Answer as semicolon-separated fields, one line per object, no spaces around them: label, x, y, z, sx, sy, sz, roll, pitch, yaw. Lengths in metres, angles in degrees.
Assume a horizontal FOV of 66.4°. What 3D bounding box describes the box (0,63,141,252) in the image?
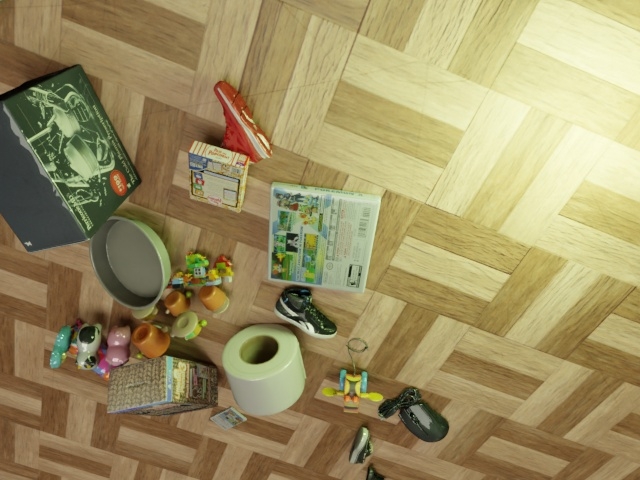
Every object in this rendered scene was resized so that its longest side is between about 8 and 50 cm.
box;-0.645;-0.202;1.190;0.179;0.312;0.343;-11;121;14

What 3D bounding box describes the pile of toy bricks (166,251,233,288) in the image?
pile of toy bricks;-0.381;0.085;1.481;0.212;0.118;0.105;-6;90;22

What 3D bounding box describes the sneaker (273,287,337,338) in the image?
sneaker;-0.029;0.221;1.525;0.217;0.079;0.121;25;124;-7

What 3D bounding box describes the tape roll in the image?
tape roll;-0.180;0.409;1.570;0.246;0.246;0.169;-4;123;10

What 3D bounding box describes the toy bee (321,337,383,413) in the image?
toy bee;0.096;0.501;1.645;0.195;0.162;0.298;-13;120;18

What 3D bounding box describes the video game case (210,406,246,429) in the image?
video game case;-0.363;0.702;1.926;0.122;0.011;0.087;-32;113;25

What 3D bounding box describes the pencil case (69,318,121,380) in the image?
pencil case;-0.808;0.393;1.733;0.104;0.104;0.236;-27;116;23

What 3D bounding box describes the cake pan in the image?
cake pan;-0.562;0.062;1.452;0.293;0.054;0.293;9;111;23

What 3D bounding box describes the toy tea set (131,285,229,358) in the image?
toy tea set;-0.443;0.257;1.554;0.336;0.200;0.124;-14;140;14

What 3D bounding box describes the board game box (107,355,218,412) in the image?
board game box;-0.524;0.501;1.658;0.232;0.141;0.291;-16;154;18

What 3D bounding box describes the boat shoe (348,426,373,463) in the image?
boat shoe;0.165;0.791;1.880;0.070;0.078;0.219;13;132;0

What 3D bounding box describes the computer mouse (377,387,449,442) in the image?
computer mouse;0.356;0.658;1.765;0.272;0.072;0.188;39;119;-17

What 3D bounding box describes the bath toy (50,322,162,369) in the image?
bath toy;-0.692;0.360;1.622;0.348;0.129;0.151;0;110;-13

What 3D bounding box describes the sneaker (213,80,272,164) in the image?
sneaker;-0.228;-0.276;1.223;0.128;0.087;0.221;-23;116;19

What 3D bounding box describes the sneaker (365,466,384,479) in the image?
sneaker;0.234;0.991;2.015;0.089;0.051;0.170;6;128;4

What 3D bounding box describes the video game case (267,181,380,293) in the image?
video game case;0.000;0.000;1.404;0.300;0.036;0.329;8;125;2

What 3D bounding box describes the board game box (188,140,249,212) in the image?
board game box;-0.270;-0.163;1.286;0.146;0.045;0.193;17;146;-4
